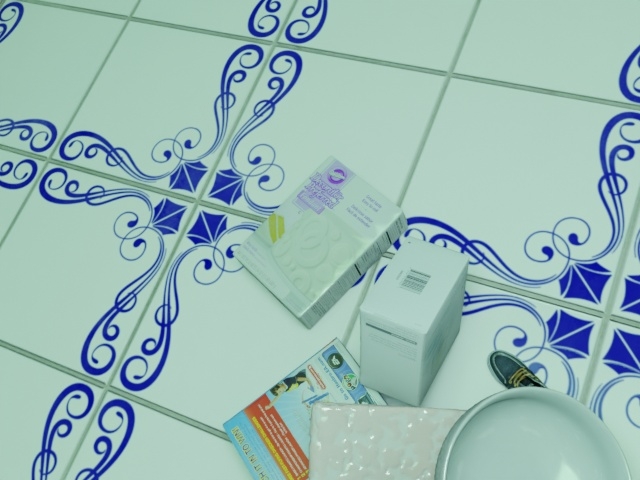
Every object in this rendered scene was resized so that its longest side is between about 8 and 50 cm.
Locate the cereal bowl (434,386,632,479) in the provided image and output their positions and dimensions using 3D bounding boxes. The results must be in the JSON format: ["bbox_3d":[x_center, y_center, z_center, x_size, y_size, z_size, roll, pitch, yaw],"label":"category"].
[{"bbox_3d":[0.350,0.429,1.259,0.338,0.141,0.339,3,70,-8],"label":"cereal bowl"}]

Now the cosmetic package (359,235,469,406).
[{"bbox_3d":[0.183,0.157,1.432,0.138,0.225,0.224,20,47,21],"label":"cosmetic package"}]

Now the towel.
[{"bbox_3d":[0.132,0.467,1.345,0.316,0.053,0.332,2,84,-4],"label":"towel"}]

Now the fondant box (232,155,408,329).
[{"bbox_3d":[0.000,0.000,1.670,0.330,0.096,0.238,-45,62,-8],"label":"fondant box"}]

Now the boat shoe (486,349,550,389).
[{"bbox_3d":[0.399,0.276,1.434,0.065,0.083,0.183,-41,62,-5],"label":"boat shoe"}]

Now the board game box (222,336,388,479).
[{"bbox_3d":[0.008,0.411,1.482,0.302,0.086,0.308,-37,62,-2],"label":"board game box"}]
